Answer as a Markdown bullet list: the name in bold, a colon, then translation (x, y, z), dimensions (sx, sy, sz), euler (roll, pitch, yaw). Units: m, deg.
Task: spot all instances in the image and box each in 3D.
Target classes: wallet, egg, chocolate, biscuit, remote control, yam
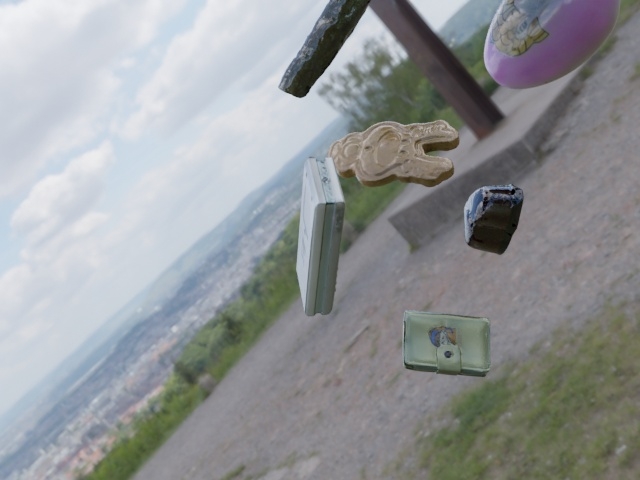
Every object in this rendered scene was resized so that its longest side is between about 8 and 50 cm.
- **wallet**: translation (0.224, 0.184, 1.369), dimensions (0.039, 0.155, 0.110), euler (104, 172, -66)
- **egg**: translation (0.417, -0.389, 1.404), dimensions (0.196, 0.196, 0.271), euler (-48, -11, -50)
- **chocolate**: translation (0.315, -0.056, 1.460), dimensions (0.125, 0.080, 0.148), euler (-98, 16, -45)
- **biscuit**: translation (0.123, -0.153, 1.347), dimensions (0.236, 0.040, 0.144), euler (3, 49, 22)
- **remote control**: translation (0.000, 0.000, 1.255), dimensions (0.277, 0.055, 0.103), euler (96, 165, -48)
- **yam**: translation (0.030, -0.323, 1.093), dimensions (0.274, 0.061, 0.061), euler (-56, 1, 16)
